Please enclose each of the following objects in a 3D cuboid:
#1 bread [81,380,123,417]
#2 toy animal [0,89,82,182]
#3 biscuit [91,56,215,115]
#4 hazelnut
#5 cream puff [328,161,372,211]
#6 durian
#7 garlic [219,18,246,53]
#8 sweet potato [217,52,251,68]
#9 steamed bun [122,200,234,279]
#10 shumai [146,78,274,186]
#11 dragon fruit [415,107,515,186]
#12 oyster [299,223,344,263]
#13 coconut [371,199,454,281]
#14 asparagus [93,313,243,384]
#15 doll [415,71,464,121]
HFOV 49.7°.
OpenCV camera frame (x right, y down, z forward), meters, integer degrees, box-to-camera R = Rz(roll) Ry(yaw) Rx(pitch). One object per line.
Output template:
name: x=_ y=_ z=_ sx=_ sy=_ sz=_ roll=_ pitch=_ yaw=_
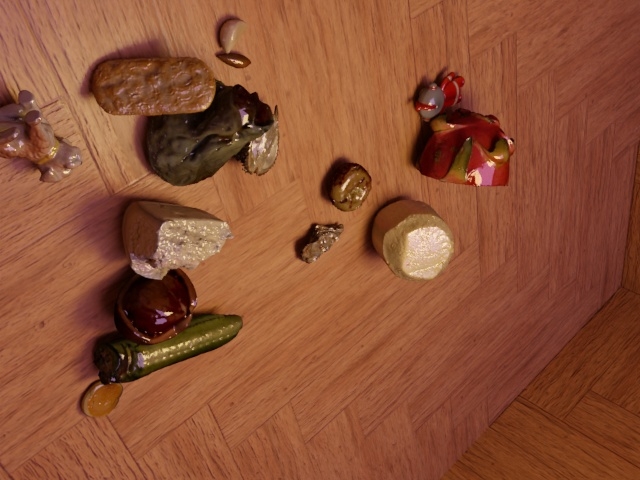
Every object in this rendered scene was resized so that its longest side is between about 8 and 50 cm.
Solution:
bread: x=-0.540 y=0.391 z=1.711 sx=0.110 sy=0.024 sz=0.110 roll=-23 pitch=127 yaw=-36
toy animal: x=-0.571 y=-0.170 z=1.326 sx=0.184 sy=0.104 sz=0.185 roll=-26 pitch=154 yaw=2
biscuit: x=-0.338 y=-0.316 z=1.414 sx=0.247 sy=0.029 sz=0.118 roll=-6 pitch=86 yaw=-15
hazelnut: x=-0.390 y=0.146 z=1.618 sx=0.170 sy=0.160 sz=0.201 roll=38 pitch=73 yaw=-30
cream puff: x=0.076 y=-0.156 z=1.989 sx=0.149 sy=0.084 sz=0.149 roll=-21 pitch=125 yaw=-32
durian: x=-0.157 y=-0.253 z=1.688 sx=0.188 sy=0.091 sz=0.148 roll=-62 pitch=152 yaw=-4
garlic: x=-0.198 y=-0.469 z=1.559 sx=0.083 sy=0.041 sz=0.053 roll=-55 pitch=145 yaw=-18
sweet potato: x=-0.195 y=-0.415 z=1.596 sx=0.095 sy=0.034 sz=0.034 roll=-5 pitch=115 yaw=-42
steamed bun: x=-0.326 y=0.008 z=1.570 sx=0.225 sy=0.200 sz=0.170 roll=3 pitch=104 yaw=-45
shumai: x=-0.243 y=-0.225 z=1.530 sx=0.222 sy=0.204 sz=0.271 roll=11 pitch=107 yaw=-49
dragon fruit: x=0.458 y=-0.295 z=2.157 sx=0.305 sy=0.305 sz=0.225 roll=-3 pitch=107 yaw=-45
oyster: x=0.006 y=-0.002 z=2.027 sx=0.177 sy=0.056 sz=0.105 roll=-38 pitch=146 yaw=-24
coconut: x=0.288 y=-0.006 z=2.182 sx=0.239 sy=0.244 sz=0.239 roll=-5 pitch=112 yaw=-12
asparagus: x=-0.374 y=0.263 z=1.744 sx=0.382 sy=0.108 sz=0.128 roll=-14 pitch=152 yaw=-43
doll: x=0.364 y=-0.437 z=2.131 sx=0.245 sy=0.076 sz=0.142 roll=-29 pitch=134 yaw=-38
